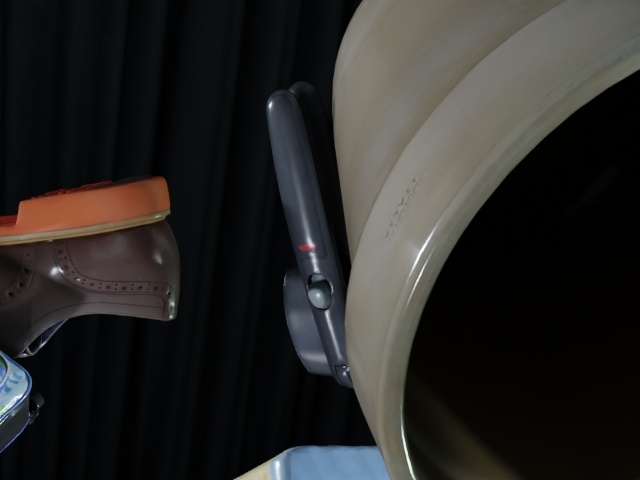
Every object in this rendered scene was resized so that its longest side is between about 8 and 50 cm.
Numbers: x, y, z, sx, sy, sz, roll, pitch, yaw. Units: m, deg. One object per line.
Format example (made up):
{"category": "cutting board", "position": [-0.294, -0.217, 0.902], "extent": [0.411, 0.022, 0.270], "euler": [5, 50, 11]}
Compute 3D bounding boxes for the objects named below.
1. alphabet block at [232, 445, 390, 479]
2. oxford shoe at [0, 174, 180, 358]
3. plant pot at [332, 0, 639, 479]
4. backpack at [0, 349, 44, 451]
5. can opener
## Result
{"category": "alphabet block", "position": [0.025, 0.263, 1.009], "extent": [0.193, 0.192, 0.197], "euler": [6, 157, -25]}
{"category": "oxford shoe", "position": [-0.219, 0.032, 0.837], "extent": [0.271, 0.098, 0.097], "euler": [-11, -174, 9]}
{"category": "plant pot", "position": [0.135, -0.030, 0.711], "extent": [0.323, 0.323, 0.280], "euler": [1, -149, -23]}
{"category": "backpack", "position": [-0.233, 0.084, 0.777], "extent": [0.114, 0.084, 0.105], "euler": [33, -122, 10]}
{"category": "can opener", "position": [0.000, 0.000, 0.800], "extent": [0.073, 0.186, 0.059], "euler": [-6, -160, 18]}
